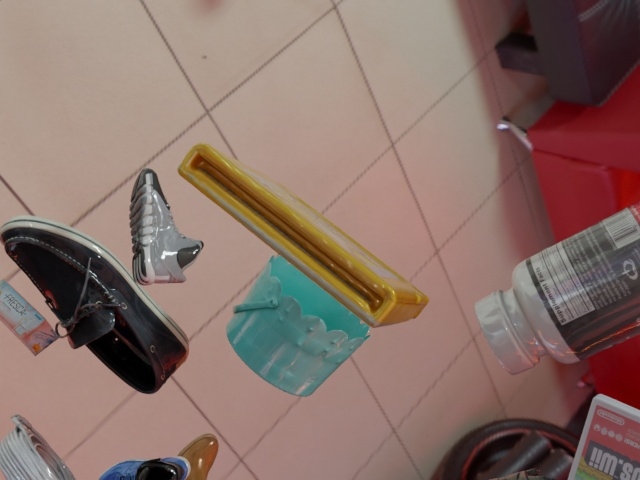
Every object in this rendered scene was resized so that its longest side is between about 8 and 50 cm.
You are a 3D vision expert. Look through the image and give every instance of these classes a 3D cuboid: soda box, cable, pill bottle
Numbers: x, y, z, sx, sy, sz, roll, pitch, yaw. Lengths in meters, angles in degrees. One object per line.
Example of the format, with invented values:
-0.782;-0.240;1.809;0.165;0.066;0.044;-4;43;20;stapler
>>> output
-0.598;0.151;1.500;0.058;0.183;0.063;-40;140;-24;soda box
-0.651;0.549;1.753;0.089;0.257;0.257;-37;121;-14;cable
0.406;0.081;1.155;0.318;0.176;0.176;-30;136;19;pill bottle

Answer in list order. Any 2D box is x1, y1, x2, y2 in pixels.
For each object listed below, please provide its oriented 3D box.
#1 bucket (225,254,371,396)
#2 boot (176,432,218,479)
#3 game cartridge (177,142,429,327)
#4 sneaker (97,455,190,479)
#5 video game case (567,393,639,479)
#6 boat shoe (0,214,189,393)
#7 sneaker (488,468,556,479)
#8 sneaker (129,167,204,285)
-0.053;0.181;1.600;0.281;0.281;0.183;27;108;-44;bucket
-0.305;0.638;1.899;0.283;0.220;0.109;-50;125;-22;boot
0.000;0.000;0.945;0.052;0.285;0.324;-54;166;7;game cartridge
-0.287;0.374;1.187;0.084;0.152;0.058;60;22;-80;sneaker
0.422;0.373;0.999;0.025;0.204;0.285;-7;113;-51;video game case
-0.481;0.143;1.608;0.500;0.187;0.156;50;36;-26;boat shoe
0.425;0.525;1.486;0.130;0.286;0.109;-26;101;1;sneaker
-0.287;-0.021;1.431;0.132;0.086;0.228;7;70;-31;sneaker
